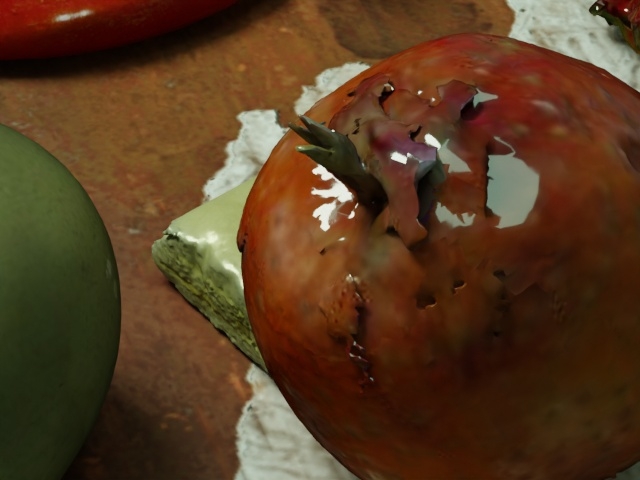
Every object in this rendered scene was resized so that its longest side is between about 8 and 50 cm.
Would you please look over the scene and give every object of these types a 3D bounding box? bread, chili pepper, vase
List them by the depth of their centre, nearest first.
[{"bbox_3d":[-0.266,0.104,1.029,0.329,0.241,0.302,-18,54,21],"label":"vase"},{"bbox_3d":[0.000,0.000,1.226,0.178,0.060,0.139,-30,52,-29],"label":"bread"},{"bbox_3d":[-0.172,-0.199,1.420,0.368,0.092,0.137,-13,32,-19],"label":"chili pepper"}]

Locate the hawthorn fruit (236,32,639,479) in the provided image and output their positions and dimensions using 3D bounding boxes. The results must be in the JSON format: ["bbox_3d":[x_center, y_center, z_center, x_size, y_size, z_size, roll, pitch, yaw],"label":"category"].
[{"bbox_3d":[0.070,0.006,1.034,0.276,0.307,0.276,-11,68,28],"label":"hawthorn fruit"}]

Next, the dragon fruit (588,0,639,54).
[{"bbox_3d":[0.308,-0.236,1.362,0.237,0.231,0.303,27,59,10],"label":"dragon fruit"}]
